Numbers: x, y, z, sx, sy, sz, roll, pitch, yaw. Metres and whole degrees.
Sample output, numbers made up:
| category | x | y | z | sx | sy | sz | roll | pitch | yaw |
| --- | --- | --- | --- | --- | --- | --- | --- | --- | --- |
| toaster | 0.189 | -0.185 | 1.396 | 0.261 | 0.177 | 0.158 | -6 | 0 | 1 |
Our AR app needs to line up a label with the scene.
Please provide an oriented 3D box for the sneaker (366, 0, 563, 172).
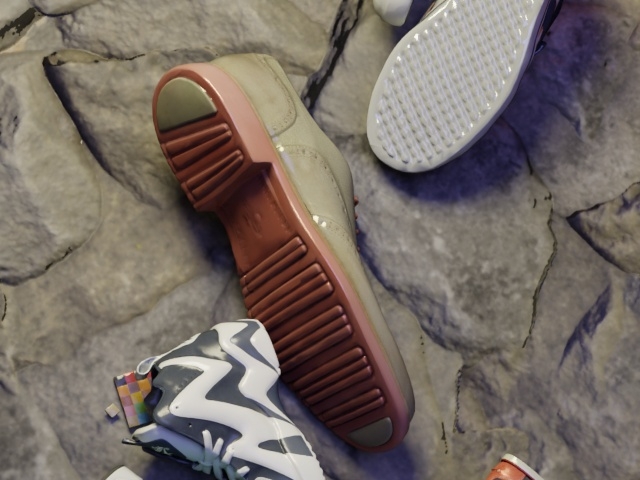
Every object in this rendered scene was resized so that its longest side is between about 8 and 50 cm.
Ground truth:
| category | x | y | z | sx | sy | sz | roll | pitch | yaw |
| --- | --- | --- | --- | --- | --- | --- | --- | --- | --- |
| sneaker | 0.160 | -0.204 | 1.800 | 0.126 | 0.127 | 0.321 | 33 | 93 | 6 |

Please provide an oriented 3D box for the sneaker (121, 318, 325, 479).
| category | x | y | z | sx | sy | sz | roll | pitch | yaw |
| --- | --- | --- | --- | --- | --- | --- | --- | --- | --- |
| sneaker | -0.093 | 0.191 | 1.613 | 0.153 | 0.094 | 0.235 | -13 | 75 | -21 |

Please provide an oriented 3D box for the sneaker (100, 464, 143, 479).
| category | x | y | z | sx | sy | sz | roll | pitch | yaw |
| --- | --- | --- | --- | --- | --- | --- | --- | --- | --- |
| sneaker | -0.180 | 0.353 | 1.536 | 0.178 | 0.124 | 0.295 | 31 | 67 | 9 |

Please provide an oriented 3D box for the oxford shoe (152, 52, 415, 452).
| category | x | y | z | sx | sy | sz | roll | pitch | yaw |
| --- | --- | --- | --- | --- | --- | --- | --- | --- | --- |
| oxford shoe | 0.000 | 0.000 | 1.683 | 0.146 | 0.140 | 0.397 | -26 | 90 | -44 |

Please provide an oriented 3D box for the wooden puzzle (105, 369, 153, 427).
| category | x | y | z | sx | sy | sz | roll | pitch | yaw |
| --- | --- | --- | --- | --- | --- | --- | --- | --- | --- |
| wooden puzzle | -0.158 | 0.141 | 1.667 | 0.083 | 0.006 | 0.049 | -15 | 76 | -17 |

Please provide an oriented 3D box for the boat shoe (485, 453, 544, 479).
| category | x | y | z | sx | sy | sz | roll | pitch | yaw |
| --- | --- | --- | --- | --- | --- | --- | --- | --- | --- |
| boat shoe | 0.211 | 0.255 | 1.689 | 0.137 | 0.049 | 0.043 | 39 | 72 | 5 |

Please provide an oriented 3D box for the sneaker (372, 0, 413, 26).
| category | x | y | z | sx | sy | sz | roll | pitch | yaw |
| --- | --- | --- | --- | --- | --- | --- | --- | --- | --- |
| sneaker | 0.048 | -0.340 | 1.829 | 0.123 | 0.106 | 0.290 | 6 | 60 | -6 |
